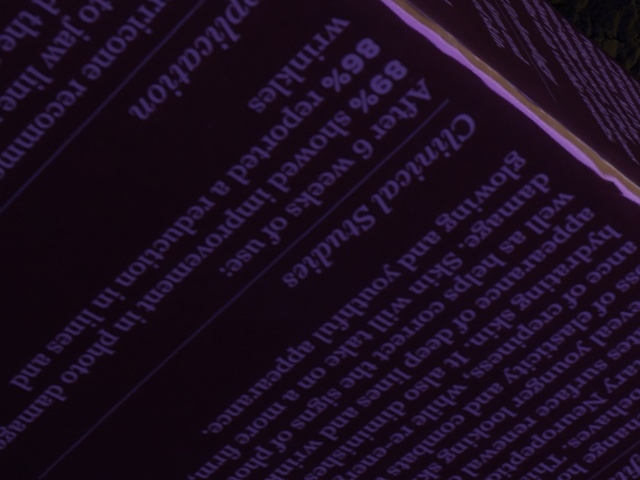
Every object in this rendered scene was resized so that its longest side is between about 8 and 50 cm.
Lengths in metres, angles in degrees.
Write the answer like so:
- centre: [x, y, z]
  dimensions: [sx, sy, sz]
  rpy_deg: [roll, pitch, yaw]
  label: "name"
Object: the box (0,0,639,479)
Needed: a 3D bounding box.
- centre: [0.000, 0.000, 0.459]
  dimensions: [0.381, 0.191, 0.143]
  rpy_deg: [35, 24, -32]
  label: "box"
